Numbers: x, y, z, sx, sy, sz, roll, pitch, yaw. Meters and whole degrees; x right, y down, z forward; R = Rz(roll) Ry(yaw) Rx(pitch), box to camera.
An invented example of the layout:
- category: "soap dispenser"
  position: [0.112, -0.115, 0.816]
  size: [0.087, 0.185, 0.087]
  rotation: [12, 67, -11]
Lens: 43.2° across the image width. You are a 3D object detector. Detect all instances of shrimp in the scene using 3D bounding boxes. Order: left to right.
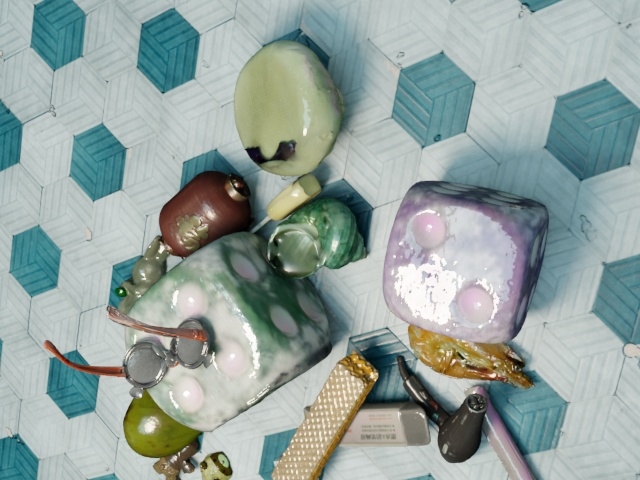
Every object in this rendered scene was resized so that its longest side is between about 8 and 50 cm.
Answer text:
- category: "shrimp"
  position: [0.322, 0.249, 1.738]
  size: [0.294, 0.062, 0.154]
  rotation: [27, 119, 20]

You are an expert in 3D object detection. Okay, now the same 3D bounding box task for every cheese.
- category: "cheese"
  position: [-0.091, -0.073, 1.833]
  size: [0.255, 0.127, 0.050]
  rotation: [-36, 90, 41]

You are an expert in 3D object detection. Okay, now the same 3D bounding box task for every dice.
- category: "dice"
  position: [-0.198, 0.206, 1.796]
  size: [0.330, 0.328, 0.348]
  rotation: [-42, 81, 23]
- category: "dice"
  position: [0.289, 0.035, 1.600]
  size: [0.270, 0.270, 0.271]
  rotation: [14, 103, 20]

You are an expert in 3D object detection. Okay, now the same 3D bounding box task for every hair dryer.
- category: "hair dryer"
  position: [0.243, 0.342, 1.743]
  size: [0.271, 0.091, 0.235]
  rotation: [43, 147, 27]

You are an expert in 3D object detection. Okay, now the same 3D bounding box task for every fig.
- category: "fig"
  position: [-0.364, 0.437, 1.977]
  size: [0.225, 0.203, 0.203]
  rotation: [5, 100, 2]

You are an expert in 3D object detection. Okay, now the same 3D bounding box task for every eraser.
- category: "eraser"
  position: [0.096, 0.415, 1.819]
  size: [0.352, 0.061, 0.089]
  rotation: [-9, 93, 34]

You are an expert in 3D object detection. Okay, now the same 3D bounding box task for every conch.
- category: "conch"
  position: [0.003, 0.001, 1.787]
  size: [0.202, 0.134, 0.196]
  rotation: [19, 95, 12]

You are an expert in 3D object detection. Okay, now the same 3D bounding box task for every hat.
- category: "hat"
  position: [-0.269, 0.580, 2.029]
  size: [0.076, 0.059, 0.077]
  rotation: [-20, 94, 28]

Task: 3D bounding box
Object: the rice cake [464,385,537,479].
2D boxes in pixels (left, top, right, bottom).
- category: "rice cake"
  position: [0.390, 0.431, 1.737]
  size: [0.055, 0.049, 0.270]
  rotation: [-29, 85, 10]

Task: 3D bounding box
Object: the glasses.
- category: "glasses"
  position: [-0.368, 0.220, 1.551]
  size: [0.234, 0.268, 0.118]
  rotation: [-24, 70, 26]

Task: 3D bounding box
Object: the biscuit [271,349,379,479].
- category: "biscuit"
  position: [0.007, 0.421, 1.809]
  size: [0.094, 0.054, 0.379]
  rotation: [40, 113, 27]

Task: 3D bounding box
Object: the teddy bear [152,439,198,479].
- category: "teddy bear"
  position: [-0.376, 0.562, 2.059]
  size: [0.119, 0.078, 0.160]
  rotation: [42, 112, 16]

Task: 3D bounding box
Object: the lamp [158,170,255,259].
- category: "lamp"
  position: [-0.260, -0.055, 1.872]
  size: [0.258, 0.180, 0.180]
  rotation: [-37, 83, 22]

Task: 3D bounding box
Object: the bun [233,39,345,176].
- category: "bun"
  position: [-0.048, -0.284, 1.747]
  size: [0.293, 0.187, 0.293]
  rotation: [10, 104, 47]

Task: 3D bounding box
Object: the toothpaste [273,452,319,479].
- category: "toothpaste"
  position: [-0.020, 0.672, 1.934]
  size: [0.081, 0.067, 0.337]
  rotation: [-16, 91, 24]

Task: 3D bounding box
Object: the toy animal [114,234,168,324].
- category: "toy animal"
  position: [-0.432, 0.105, 2.016]
  size: [0.108, 0.138, 0.236]
  rotation: [7, 75, 60]
